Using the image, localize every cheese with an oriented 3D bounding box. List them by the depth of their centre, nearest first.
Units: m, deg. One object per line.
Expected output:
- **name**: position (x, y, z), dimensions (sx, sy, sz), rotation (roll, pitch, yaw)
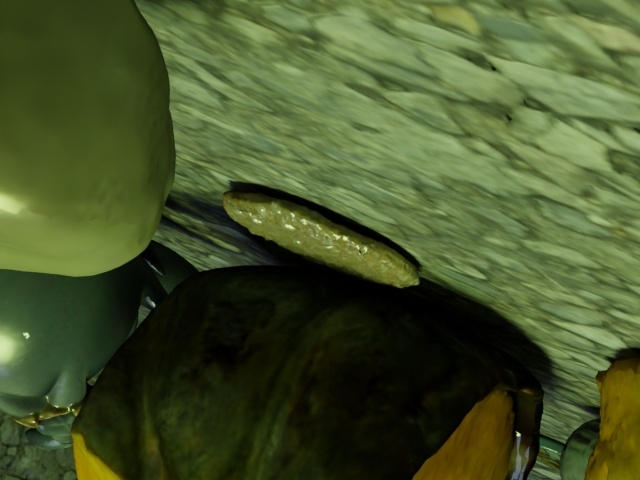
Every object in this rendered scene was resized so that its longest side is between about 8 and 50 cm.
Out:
- **cheese**: position (-0.207, -0.079, 0.673), dimensions (0.328, 0.130, 0.351), rotation (25, 171, -3)

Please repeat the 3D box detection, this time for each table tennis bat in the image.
- **table tennis bat**: position (0.189, 0.187, 1.593), dimensions (0.100, 0.019, 0.155), rotation (26, 169, -21)

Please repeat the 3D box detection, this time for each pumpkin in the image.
- **pumpkin**: position (-0.001, 0.147, 1.101), dimensions (0.225, 0.256, 0.303), rotation (24, 151, 18)

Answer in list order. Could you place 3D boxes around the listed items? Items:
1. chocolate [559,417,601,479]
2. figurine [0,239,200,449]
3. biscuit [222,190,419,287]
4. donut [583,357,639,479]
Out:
- **chocolate**: position (0.219, 0.158, 1.176), dimensions (0.072, 0.072, 0.167), rotation (28, 172, -27)
- **figurine**: position (-0.185, 0.029, 1.148), dimensions (0.197, 0.175, 0.265), rotation (43, -178, 25)
- **biscuit**: position (0.000, 0.000, 0.981), dimensions (0.120, 0.015, 0.120), rotation (22, 172, 3)
- **donut**: position (0.275, 0.165, 0.953), dimensions (0.303, 0.110, 0.303), rotation (23, 172, 3)
